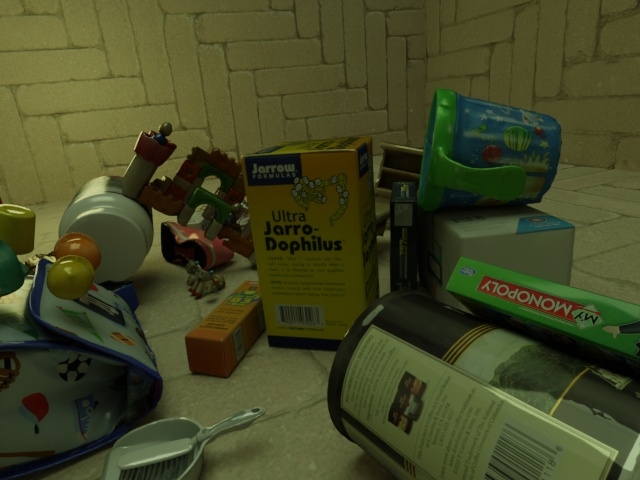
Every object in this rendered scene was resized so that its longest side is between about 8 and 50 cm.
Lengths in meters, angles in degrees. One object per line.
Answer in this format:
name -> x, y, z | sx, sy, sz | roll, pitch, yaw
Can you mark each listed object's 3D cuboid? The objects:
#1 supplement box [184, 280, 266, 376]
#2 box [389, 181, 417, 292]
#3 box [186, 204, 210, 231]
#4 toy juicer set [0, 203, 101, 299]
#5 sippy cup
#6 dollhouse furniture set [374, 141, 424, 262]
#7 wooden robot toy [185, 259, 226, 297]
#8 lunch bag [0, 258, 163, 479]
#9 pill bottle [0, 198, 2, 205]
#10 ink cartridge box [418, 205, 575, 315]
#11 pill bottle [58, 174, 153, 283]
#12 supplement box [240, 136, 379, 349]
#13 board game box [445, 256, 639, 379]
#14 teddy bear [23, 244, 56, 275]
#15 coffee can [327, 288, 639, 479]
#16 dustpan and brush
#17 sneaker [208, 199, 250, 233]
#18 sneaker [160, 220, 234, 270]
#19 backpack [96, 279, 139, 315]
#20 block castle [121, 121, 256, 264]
supplement box -> -0.159, 0.157, 0.792 | 0.078, 0.080, 0.233 | 2, 18, 15
box -> 0.184, 0.000, 0.920 | 0.059, 0.232, 0.183 | 1, 20, 12
box -> -0.452, -0.081, 1.604 | 0.063, 0.067, 0.324 | -5, 18, 0
toy juicer set -> -0.410, 0.047, 0.513 | 0.209, 0.089, 0.329 | 21, 11, -5
sippy cup -> 0.318, -0.163, 0.799 | 0.224, 0.240, 0.305 | 7, 63, 10
dollhouse furniture set -> 0.190, -0.145, 1.216 | 0.362, 0.256, 0.394 | 17, 19, 23
wooden robot toy -> -0.280, 0.105, 1.037 | 0.079, 0.076, 0.173 | 26, -5, -39
lunch bag -> -0.460, 0.170, 0.610 | 0.386, 0.238, 0.328 | 2, 11, -33
pill bottle -> -0.927, -0.033, 1.044 | 0.229, 0.407, 0.229 | -5, 18, 2
ink cartridge box -> 0.329, 0.032, 0.840 | 0.198, 0.197, 0.270 | -6, 19, -1
pill bottle -> -0.544, -0.036, 1.068 | 0.210, 0.210, 0.363 | -12, 23, -19
supplement box -> 0.000, 0.000, 0.776 | 0.195, 0.356, 0.194 | 0, 19, 15
board game box -> 0.309, 0.130, 0.473 | 0.317, 0.046, 0.213 | 36, -12, -38
teddy bear -> -0.686, 0.076, 1.153 | 0.245, 0.113, 0.338 | 8, 13, -19
coffee can -> 0.169, 0.186, 0.419 | 0.202, 0.201, 0.275 | -18, 23, -34
dustpan and brush -> -0.168, 0.259, 0.511 | 0.211, 0.060, 0.147 | -11, 19, -15
sneaker -> -0.342, -0.086, 1.531 | 0.163, 0.106, 0.281 | -17, 22, -23
sneaker -> -0.379, 0.018, 1.261 | 0.314, 0.115, 0.136 | 22, 21, 41
backpack -> -0.459, 0.141, 0.882 | 0.120, 0.101, 0.098 | 3, 17, 39
block castle -> -0.304, -0.143, 1.181 | 0.453, 0.212, 0.303 | 31, 5, -22
